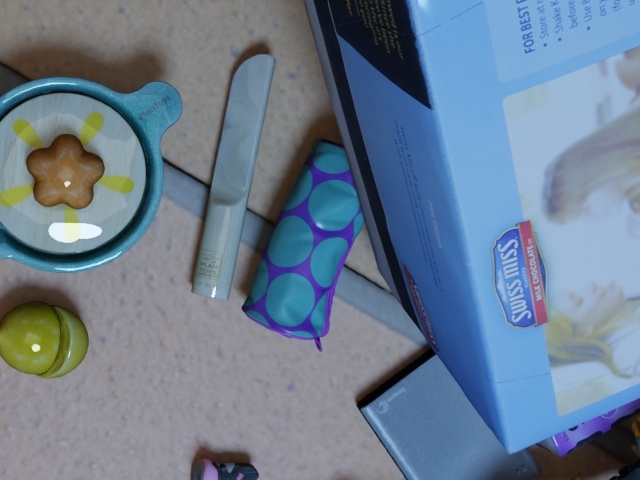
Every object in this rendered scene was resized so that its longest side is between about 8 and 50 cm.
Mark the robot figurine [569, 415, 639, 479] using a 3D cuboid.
[{"bbox_3d":[0.227,0.231,0.855,0.291,0.085,0.211,-36,138,-12],"label":"robot figurine"}]

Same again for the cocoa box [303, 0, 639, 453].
[{"bbox_3d":[0.136,-0.097,0.658,0.232,0.228,0.347,-22,124,-8],"label":"cocoa box"}]

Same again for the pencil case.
[{"bbox_3d":[0.000,0.000,0.822,0.070,0.064,0.151,24,88,7],"label":"pencil case"}]

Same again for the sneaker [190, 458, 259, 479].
[{"bbox_3d":[-0.066,0.223,0.836,0.057,0.047,0.119,-2,96,-25],"label":"sneaker"}]

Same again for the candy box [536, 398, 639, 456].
[{"bbox_3d":[0.227,0.049,0.876,0.196,0.070,0.164,-27,99,-10],"label":"candy box"}]

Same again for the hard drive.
[{"bbox_3d":[0.103,0.157,0.879,0.094,0.022,0.135,-35,101,-9],"label":"hard drive"}]

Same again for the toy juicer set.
[{"bbox_3d":[-0.170,-0.009,0.769,0.329,0.089,0.209,-10,96,-13],"label":"toy juicer set"}]
